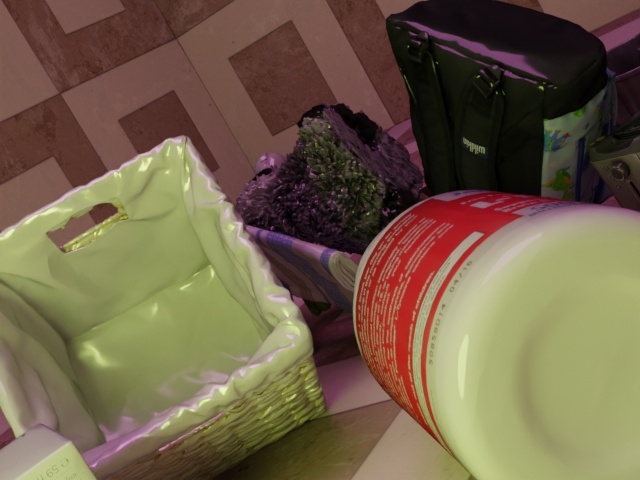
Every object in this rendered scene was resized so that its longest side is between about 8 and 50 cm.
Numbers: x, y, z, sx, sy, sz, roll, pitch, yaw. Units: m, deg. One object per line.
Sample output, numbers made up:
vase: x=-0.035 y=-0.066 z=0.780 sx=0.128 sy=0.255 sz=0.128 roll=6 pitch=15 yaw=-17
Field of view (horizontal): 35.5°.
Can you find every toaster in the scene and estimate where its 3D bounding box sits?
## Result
toaster: x=0.430 y=-0.099 z=1.163 sx=0.227 sy=0.146 sz=0.129 roll=-36 pitch=12 yaw=-26

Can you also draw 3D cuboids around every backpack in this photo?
backpack: x=0.249 y=-0.125 z=1.295 sx=0.273 sy=0.356 sz=0.290 roll=-28 pitch=41 yaw=-32

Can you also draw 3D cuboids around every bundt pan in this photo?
bundt pan: x=0.585 y=-0.281 z=1.679 sx=0.331 sy=0.124 sz=0.331 roll=-30 pitch=10 yaw=6

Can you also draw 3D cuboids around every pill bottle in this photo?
pill bottle: x=0.157 y=0.072 z=0.870 sx=0.229 sy=0.229 sz=0.407 roll=-31 pitch=11 yaw=-7

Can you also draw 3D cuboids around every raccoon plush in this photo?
raccoon plush: x=0.000 y=0.000 z=1.501 sx=0.299 sy=0.216 sz=0.446 roll=-47 pitch=35 yaw=25

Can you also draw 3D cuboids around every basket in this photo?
basket: x=-0.199 y=0.122 z=1.199 sx=0.328 sy=0.331 sz=0.266 roll=-31 pitch=-29 yaw=-5

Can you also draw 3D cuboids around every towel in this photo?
towel: x=-0.024 y=0.044 z=1.399 sx=0.285 sy=0.209 sz=0.034 roll=15 pitch=72 yaw=43

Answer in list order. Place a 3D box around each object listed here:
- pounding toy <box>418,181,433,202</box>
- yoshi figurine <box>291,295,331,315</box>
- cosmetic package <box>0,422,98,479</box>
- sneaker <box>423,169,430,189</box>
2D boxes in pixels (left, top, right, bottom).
pounding toy: x=0.216 y=-0.025 z=1.573 sx=0.206 sy=0.094 sz=0.181 roll=-32 pitch=30 yaw=-11
yoshi figurine: x=-0.100 y=0.122 z=1.681 sx=0.362 sy=0.203 sz=0.203 roll=-99 pitch=27 yaw=-64
cosmetic package: x=-0.266 y=0.321 z=0.871 sx=0.224 sy=0.225 sz=0.138 roll=-35 pitch=14 yaw=-24
sneaker: x=0.230 y=-0.147 z=1.572 sx=0.130 sy=0.087 sz=0.227 roll=-4 pitch=40 yaw=23
